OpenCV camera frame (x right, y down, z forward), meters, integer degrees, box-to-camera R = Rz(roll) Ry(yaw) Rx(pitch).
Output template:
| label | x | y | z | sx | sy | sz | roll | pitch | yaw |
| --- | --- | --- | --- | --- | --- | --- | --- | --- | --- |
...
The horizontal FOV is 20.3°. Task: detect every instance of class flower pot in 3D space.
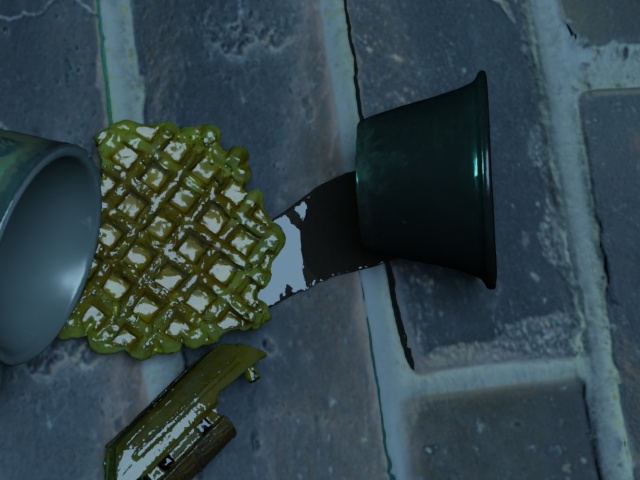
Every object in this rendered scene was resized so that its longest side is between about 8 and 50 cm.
| label | x | y | z | sx | sy | sz | roll | pitch | yaw |
| --- | --- | --- | --- | --- | --- | --- | --- | --- | --- |
| flower pot | 0.113 | -0.062 | 1.916 | 0.148 | 0.235 | 0.235 | -2 | 76 | 6 |

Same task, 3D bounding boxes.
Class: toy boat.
| label | x | y | z | sx | sy | sz | roll | pitch | yaw |
| --- | --- | --- | --- | --- | --- | --- | --- | --- | --- |
| toy boat | -0.139 | 0.193 | 1.859 | 0.226 | 0.068 | 0.088 | -43 | 94 | -22 |

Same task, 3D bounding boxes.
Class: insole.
| label | x | y | z | sx | sy | sz | roll | pitch | yaw |
| --- | --- | --- | --- | --- | --- | --- | --- | --- | --- |
| insole | 0.000 | 0.000 | 1.970 | 0.328 | 0.007 | 0.111 | -27 | 82 | -19 |

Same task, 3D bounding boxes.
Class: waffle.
| label | x | y | z | sx | sy | sz | roll | pitch | yaw |
| --- | --- | --- | --- | --- | --- | --- | --- | --- | --- |
| waffle | -0.177 | -0.005 | 1.901 | 0.291 | 0.051 | 0.291 | 2 | 75 | -8 |

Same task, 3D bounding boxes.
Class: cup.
| label | x | y | z | sx | sy | sz | roll | pitch | yaw |
| --- | --- | --- | --- | --- | --- | --- | --- | --- | --- |
| cup | -0.382 | 0.018 | 1.782 | 0.257 | 0.227 | 0.301 | 17 | 109 | 19 |
